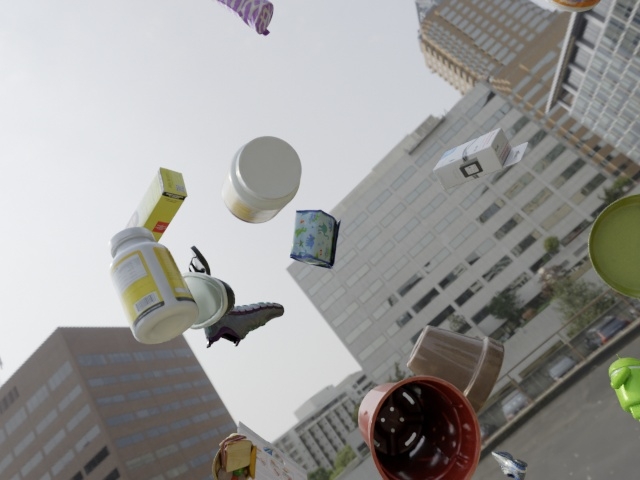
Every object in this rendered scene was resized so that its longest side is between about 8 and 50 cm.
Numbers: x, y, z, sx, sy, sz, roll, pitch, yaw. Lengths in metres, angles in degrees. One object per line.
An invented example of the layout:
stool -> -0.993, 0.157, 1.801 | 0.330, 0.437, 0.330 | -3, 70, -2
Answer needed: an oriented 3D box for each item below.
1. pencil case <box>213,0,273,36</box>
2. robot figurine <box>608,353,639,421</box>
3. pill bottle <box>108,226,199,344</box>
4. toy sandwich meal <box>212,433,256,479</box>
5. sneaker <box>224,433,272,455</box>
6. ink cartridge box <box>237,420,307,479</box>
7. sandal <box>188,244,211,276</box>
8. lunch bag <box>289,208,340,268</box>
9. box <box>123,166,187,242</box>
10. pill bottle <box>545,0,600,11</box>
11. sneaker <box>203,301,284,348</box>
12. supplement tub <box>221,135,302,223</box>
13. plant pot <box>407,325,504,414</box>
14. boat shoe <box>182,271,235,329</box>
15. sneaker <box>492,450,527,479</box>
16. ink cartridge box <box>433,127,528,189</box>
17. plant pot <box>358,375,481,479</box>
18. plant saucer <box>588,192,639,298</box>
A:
pencil case -> -0.217, -0.611, 1.074 | 0.086, 0.206, 0.088 | -51, -6, -29
robot figurine -> 0.566, 0.263, 0.755 | 0.101, 0.115, 0.067 | 32, -48, -25
pill bottle -> -0.282, 0.068, 0.693 | 0.103, 0.184, 0.103 | -28, -27, -16
toy sandwich meal -> -0.132, 0.355, 0.673 | 0.085, 0.086, 0.029 | -22, 8, -37
sneaker -> -0.237, 0.707, 1.429 | 0.240, 0.126, 0.091 | 36, -121, -66
ink cartridge box -> -0.137, 0.635, 1.093 | 0.060, 0.275, 0.239 | -45, 15, 3
sandal -> -0.446, 0.133, 1.560 | 0.054, 0.097, 0.255 | -28, -45, -32
lunch bag -> 0.000, 0.000, 1.084 | 0.151, 0.096, 0.129 | 26, -110, -58
box -> -0.393, -0.056, 0.985 | 0.058, 0.087, 0.232 | 14, -52, -43
pill bottle -> 0.496, -0.543, 0.753 | 0.121, 0.121, 0.216 | -34, -23, -14
sneaker -> -0.184, 0.208, 1.027 | 0.223, 0.098, 0.083 | 2, -25, -36
supplement tub -> -0.206, -0.202, 1.458 | 0.241, 0.241, 0.331 | -31, 2, -21
plant pot -> 0.404, 0.382, 1.313 | 0.263, 0.229, 0.263 | -57, -14, -22
boat shoe -> -0.257, 0.125, 0.860 | 0.302, 0.115, 0.091 | -10, -8, 42
sneaker -> 0.553, 0.668, 1.248 | 0.052, 0.058, 0.135 | 8, -7, -11
ink cartridge box -> 0.358, -0.189, 0.948 | 0.180, 0.060, 0.104 | -20, 20, 45
plant pot -> 0.226, 0.486, 1.098 | 0.272, 0.272, 0.265 | -34, -7, -15
plant saucer -> 0.737, 0.014, 0.963 | 0.241, 0.241, 0.037 | -43, -9, 6
